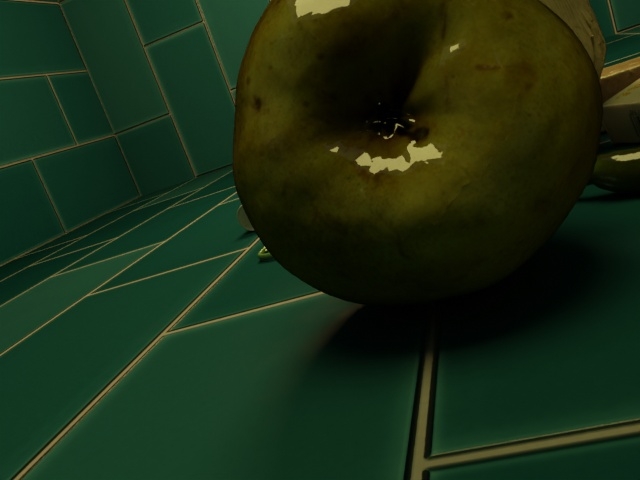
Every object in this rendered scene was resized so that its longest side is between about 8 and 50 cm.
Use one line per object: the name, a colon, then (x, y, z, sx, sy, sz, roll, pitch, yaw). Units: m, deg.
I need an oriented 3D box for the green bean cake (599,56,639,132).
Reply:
green bean cake: (0.474, -0.229, 0.968, 0.179, 0.085, 0.109, -16, 14, 13)

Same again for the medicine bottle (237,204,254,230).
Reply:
medicine bottle: (-0.117, -0.057, 1.216, 0.057, 0.057, 0.089, -15, 14, 21)

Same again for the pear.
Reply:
pear: (0.071, -0.083, 0.558, 0.304, 0.304, 0.304, -19, 13, 4)

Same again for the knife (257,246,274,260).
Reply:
knife: (0.000, -0.001, 0.896, 0.212, 0.015, 0.054, -14, 14, 26)

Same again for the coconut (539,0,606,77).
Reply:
coconut: (0.200, -0.274, 0.909, 0.346, 0.360, 0.346, -29, 14, 8)

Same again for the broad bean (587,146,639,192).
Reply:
broad bean: (0.378, -0.098, 0.605, 0.325, 0.067, 0.075, -18, 29, 26)

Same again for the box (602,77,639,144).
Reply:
box: (0.543, -0.231, 0.786, 0.343, 0.065, 0.200, -33, 14, -9)
